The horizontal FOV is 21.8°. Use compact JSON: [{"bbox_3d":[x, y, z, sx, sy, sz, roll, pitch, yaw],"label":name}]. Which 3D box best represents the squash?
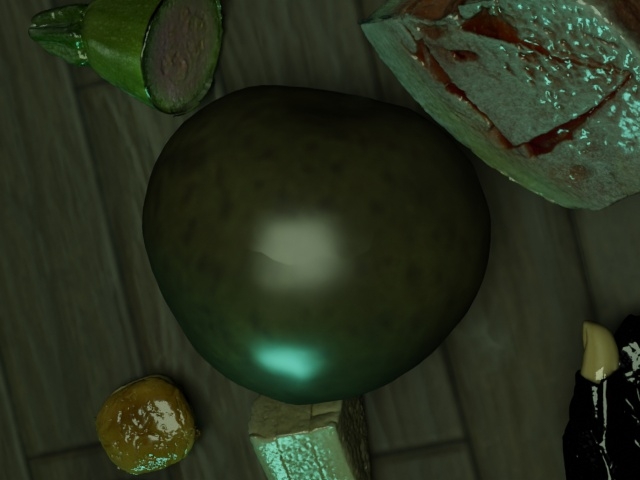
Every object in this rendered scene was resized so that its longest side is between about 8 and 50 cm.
[{"bbox_3d":[-0.155,-0.158,1.283,0.132,0.105,0.105,15,101,29],"label":"squash"}]

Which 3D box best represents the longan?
[{"bbox_3d":[0.000,0.000,1.201,0.246,0.215,0.246,-4,107,-14],"label":"longan"}]

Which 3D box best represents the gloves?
[{"bbox_3d":[0.252,0.126,1.209,0.164,0.124,0.203,20,80,-12],"label":"gloves"}]

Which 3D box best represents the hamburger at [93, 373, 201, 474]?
[{"bbox_3d":[-0.139,0.149,1.334,0.083,0.044,0.076,-33,90,12],"label":"hamburger"}]

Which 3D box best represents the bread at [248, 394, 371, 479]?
[{"bbox_3d":[0.000,0.164,1.316,0.077,0.105,0.152,-6,128,13],"label":"bread"}]

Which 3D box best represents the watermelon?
[{"bbox_3d":[0.198,-0.161,1.128,0.262,0.201,0.213,-44,100,-5],"label":"watermelon"}]
